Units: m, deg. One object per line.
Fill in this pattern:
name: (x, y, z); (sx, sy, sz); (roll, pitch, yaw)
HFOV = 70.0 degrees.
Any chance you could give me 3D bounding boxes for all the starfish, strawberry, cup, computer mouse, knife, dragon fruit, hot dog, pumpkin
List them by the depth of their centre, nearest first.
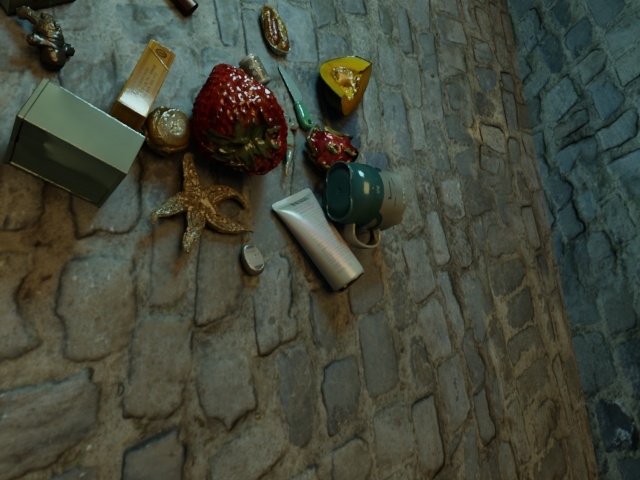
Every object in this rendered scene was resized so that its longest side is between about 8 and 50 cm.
starfish: (-0.336, -0.084, 1.278); (0.299, 0.060, 0.302); (56, 43, -17)
computer mouse: (-0.203, 0.059, 1.349); (0.066, 0.039, 0.096); (-16, 77, -42)
strawberry: (-0.247, -0.360, 1.351); (0.351, 0.267, 0.312); (62, 7, 35)
cup: (-0.228, -0.558, 1.526); (0.102, 0.074, 0.099); (-37, 98, -41)
cup: (0.143, -0.117, 1.556); (0.257, 0.219, 0.290); (6, 82, -47)
dragon fruit: (0.034, -0.324, 1.605); (0.172, 0.160, 0.167); (35, 78, -24)
knife: (-0.085, -0.520, 1.660); (0.063, 0.034, 0.261); (-15, 81, -45)
hot dog: (-0.167, -0.769, 1.666); (0.099, 0.053, 0.192); (-11, 84, -44)
pumpkin: (0.068, -0.590, 1.769); (0.169, 0.148, 0.312); (20, 47, 15)

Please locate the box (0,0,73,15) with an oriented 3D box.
box: (-0.785, -0.739, 1.138); (0.310, 0.084, 0.198); (54, 49, -10)

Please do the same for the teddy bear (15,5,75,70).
teddy bear: (-0.677, -0.511, 1.144); (0.119, 0.077, 0.161); (-20, 91, -62)

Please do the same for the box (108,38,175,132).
box: (-0.468, -0.362, 1.161); (0.076, 0.174, 0.274); (30, 45, -28)

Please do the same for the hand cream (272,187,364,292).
hand cream: (0.000, 0.000, 1.498); (0.185, 0.118, 0.359); (-30, 83, -40)

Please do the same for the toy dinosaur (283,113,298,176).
toy dinosaur: (-0.112, -0.325, 1.547); (0.167, 0.053, 0.242); (-3, 68, -46)

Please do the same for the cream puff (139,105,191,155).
cream puff: (-0.425, -0.298, 1.256); (0.126, 0.103, 0.144); (56, 48, -26)

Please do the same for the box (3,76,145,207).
box: (-0.555, -0.209, 1.037); (0.225, 0.225, 0.118); (30, 56, -29)

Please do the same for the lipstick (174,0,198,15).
lipstick: (-0.524, -0.860, 1.410); (0.357, 0.057, 0.057); (48, 51, -15)
